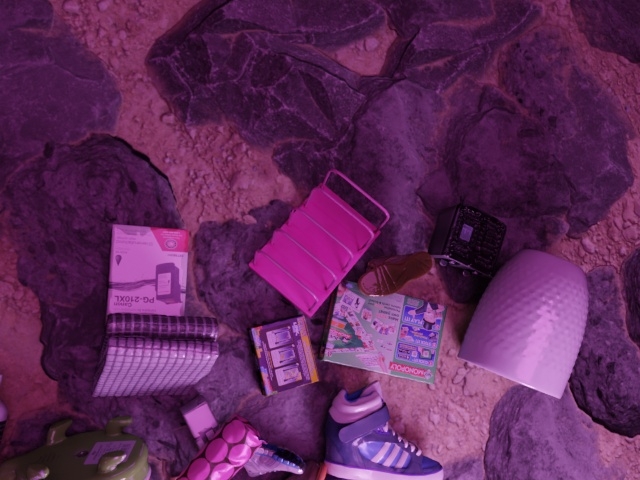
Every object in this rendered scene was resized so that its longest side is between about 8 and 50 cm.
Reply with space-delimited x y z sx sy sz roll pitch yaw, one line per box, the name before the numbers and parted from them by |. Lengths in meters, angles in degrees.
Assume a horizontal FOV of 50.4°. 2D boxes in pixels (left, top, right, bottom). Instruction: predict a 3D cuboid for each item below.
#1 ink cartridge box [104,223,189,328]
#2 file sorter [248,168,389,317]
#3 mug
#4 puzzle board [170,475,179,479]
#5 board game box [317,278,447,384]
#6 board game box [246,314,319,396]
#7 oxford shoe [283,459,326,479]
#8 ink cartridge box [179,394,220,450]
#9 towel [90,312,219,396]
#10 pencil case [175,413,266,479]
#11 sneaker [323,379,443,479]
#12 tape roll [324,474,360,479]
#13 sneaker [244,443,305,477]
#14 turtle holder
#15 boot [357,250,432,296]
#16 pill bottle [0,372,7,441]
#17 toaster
ink cartridge box | -0.397 0.091 1.558 0.172 0.100 0.237 4 83 -18
file sorter | 0.000 0.000 1.644 0.202 0.182 0.290 40 73 3
mug | 0.567 0.215 1.799 0.374 0.276 0.327 28 83 -53
puzzle board | -0.285 0.593 1.591 0.128 0.011 0.096 -2 86 -19
board game box | 0.165 0.238 1.769 0.318 0.046 0.213 16 80 -17
board game box | -0.092 0.280 1.673 0.141 0.048 0.170 -12 88 -22
oxford shoe | -0.139 0.624 1.574 0.364 0.130 0.132 -40 93 -23
ink cartridge box | -0.262 0.441 1.562 0.063 0.109 0.150 -27 93 -17
towel | -0.359 0.245 1.470 0.235 0.283 0.121 4 61 -22
pencil case | -0.217 0.482 1.471 0.209 0.095 0.098 -45 120 -12
sneaker | 0.169 0.474 1.698 0.323 0.130 0.236 9 85 -13
tape roll | 0.057 0.716 1.656 0.275 0.090 0.274 2 84 -18
sneaker | -0.130 0.525 1.609 0.191 0.071 0.082 16 91 12
turtle holder | -0.511 0.522 1.401 0.321 0.243 0.227 -11 105 -29
boot | 0.155 0.085 1.718 0.213 0.165 0.077 -22 97 -26
pill bottle | -0.741 0.419 1.359 0.182 0.181 0.322 14 79 -18
toaster | 0.398 -0.005 1.842 0.168 0.110 0.185 23 77 -17
